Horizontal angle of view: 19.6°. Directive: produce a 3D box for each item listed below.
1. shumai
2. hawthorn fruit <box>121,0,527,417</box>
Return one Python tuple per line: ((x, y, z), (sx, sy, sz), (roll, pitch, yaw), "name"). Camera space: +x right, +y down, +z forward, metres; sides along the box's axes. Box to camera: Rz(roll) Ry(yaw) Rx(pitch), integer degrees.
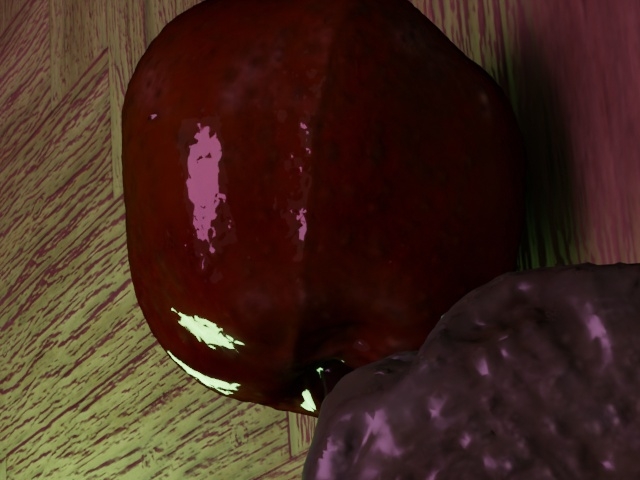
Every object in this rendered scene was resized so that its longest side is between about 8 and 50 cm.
((0.155, 0.168, 0.875), (0.263, 0.304, 0.309), (71, 180, -79), "shumai")
((0.000, 0.000, 1.096), (0.254, 0.254, 0.300), (-49, 32, 48), "hawthorn fruit")
